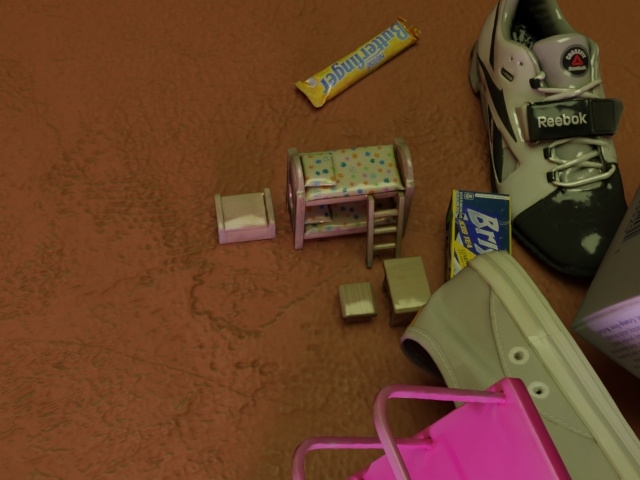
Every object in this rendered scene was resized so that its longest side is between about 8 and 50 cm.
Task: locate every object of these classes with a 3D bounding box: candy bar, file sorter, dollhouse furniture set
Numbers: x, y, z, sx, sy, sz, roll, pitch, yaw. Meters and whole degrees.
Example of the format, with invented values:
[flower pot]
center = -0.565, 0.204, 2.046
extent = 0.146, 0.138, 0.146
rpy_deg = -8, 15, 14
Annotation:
[candy bar]
center = 0.043, -0.196, 1.103
extent = 0.161, 0.018, 0.040
rpy_deg = -36, 67, -21
[file sorter]
center = 0.017, 0.242, 0.650
extent = 0.182, 0.291, 0.202
rpy_deg = 15, 44, -49
[dollhouse furniture set]
center = 0.000, 0.000, 0.932
extent = 0.182, 0.101, 0.161
rpy_deg = -7, 59, -7

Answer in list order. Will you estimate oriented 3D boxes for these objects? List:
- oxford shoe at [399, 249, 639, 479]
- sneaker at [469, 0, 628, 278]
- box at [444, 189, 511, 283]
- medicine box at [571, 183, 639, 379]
[oxford shoe]
center = 0.190, 0.200, 0.732
extent = 0.130, 0.169, 0.449
rpy_deg = -30, 53, 1
[sneaker]
center = 0.228, -0.123, 0.997
extent = 0.122, 0.146, 0.330
rpy_deg = -10, 61, -11
[box]
center = 0.146, 0.037, 0.945
extent = 0.059, 0.054, 0.168
rpy_deg = 5, 59, 1
[medicine box]
center = 0.393, 0.030, 0.795
extent = 0.289, 0.149, 0.263
rpy_deg = 35, 66, -6
